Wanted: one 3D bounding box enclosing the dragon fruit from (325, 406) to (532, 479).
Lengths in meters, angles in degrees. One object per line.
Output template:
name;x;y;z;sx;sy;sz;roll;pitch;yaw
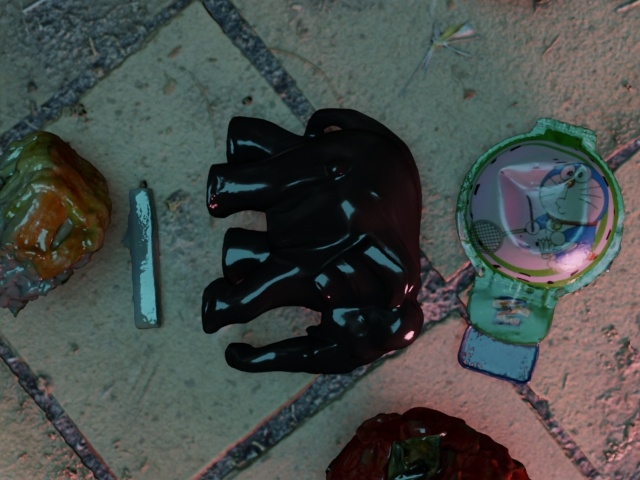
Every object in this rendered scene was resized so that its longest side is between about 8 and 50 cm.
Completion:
dragon fruit;0.134;0.327;1.233;0.244;0.244;0.299;-37;104;3

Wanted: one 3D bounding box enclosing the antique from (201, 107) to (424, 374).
antique;0.000;0.000;1.281;0.255;0.185;0.322;4;85;6

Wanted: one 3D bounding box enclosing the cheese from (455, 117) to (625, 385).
cheese;0.253;0.012;1.307;0.204;0.083;0.320;17;89;5

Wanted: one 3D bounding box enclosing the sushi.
sushi;-0.348;-0.030;1.304;0.184;0.274;0.139;-43;112;6

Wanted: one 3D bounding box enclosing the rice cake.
rice cake;-0.226;0.022;1.375;0.042;0.030;0.180;-4;87;7
